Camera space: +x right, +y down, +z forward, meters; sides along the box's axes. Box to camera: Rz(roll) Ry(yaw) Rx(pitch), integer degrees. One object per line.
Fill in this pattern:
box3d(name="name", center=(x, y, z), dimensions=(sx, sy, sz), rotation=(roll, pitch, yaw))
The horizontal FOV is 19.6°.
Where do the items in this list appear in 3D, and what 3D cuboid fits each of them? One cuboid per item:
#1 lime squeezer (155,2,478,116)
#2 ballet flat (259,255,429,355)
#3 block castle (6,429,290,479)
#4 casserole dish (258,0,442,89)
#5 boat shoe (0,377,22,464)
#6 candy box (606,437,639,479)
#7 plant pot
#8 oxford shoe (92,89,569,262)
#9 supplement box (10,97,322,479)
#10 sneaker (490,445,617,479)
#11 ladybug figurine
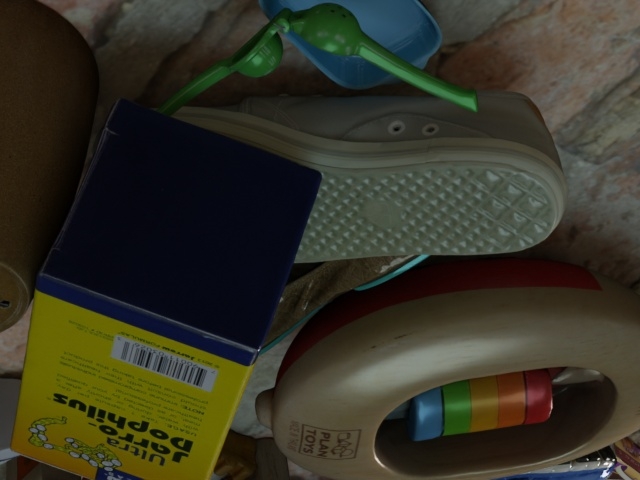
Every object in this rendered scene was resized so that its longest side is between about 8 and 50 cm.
box3d(name="lime squeezer", center=(-0.024, -0.151, 1.603), dimensions=(0.310, 0.059, 0.110), rotation=(-6, 132, 9))
box3d(name="ballet flat", center=(0.000, 0.000, 1.832), dimensions=(0.342, 0.116, 0.124), rotation=(-31, 117, 33))
box3d(name="block castle", center=(-0.252, 0.392, 2.170), dimensions=(0.303, 0.213, 0.453), rotation=(23, 133, -30))
box3d(name="casserole dish", center=(0.026, -0.204, 1.626), dimensions=(0.114, 0.037, 0.188), rotation=(-27, 135, 24))
box3d(name="boat shoe", center=(-0.399, 0.225, 2.043), dimensions=(0.267, 0.096, 0.088), rotation=(-16, 144, 13))
box3d(name="candy box", center=(0.307, 0.300, 2.261), dimensions=(0.186, 0.053, 0.109), rotation=(-28, 136, 26))
box3d(name="plant pot", center=(-0.307, -0.050, 1.597), dimensions=(0.237, 0.254, 0.237), rotation=(-4, 140, -4))
box3d(name="oxford shoe", center=(0.010, -0.072, 1.707), dimensions=(0.449, 0.130, 0.169), rotation=(2, 135, 17))
box3d(name="supplement box", center=(-0.148, 0.071, 1.677), dimensions=(0.195, 0.194, 0.356), rotation=(20, 147, -1))
box3d(name="sneaker", center=(0.181, 0.282, 2.116), dimensions=(0.330, 0.130, 0.147), rotation=(-10, 125, -15))
box3d(name="ladybug figurine", center=(0.151, 0.128, 1.927), dimensions=(0.449, 0.162, 0.305), rotation=(-5, 143, -11))
